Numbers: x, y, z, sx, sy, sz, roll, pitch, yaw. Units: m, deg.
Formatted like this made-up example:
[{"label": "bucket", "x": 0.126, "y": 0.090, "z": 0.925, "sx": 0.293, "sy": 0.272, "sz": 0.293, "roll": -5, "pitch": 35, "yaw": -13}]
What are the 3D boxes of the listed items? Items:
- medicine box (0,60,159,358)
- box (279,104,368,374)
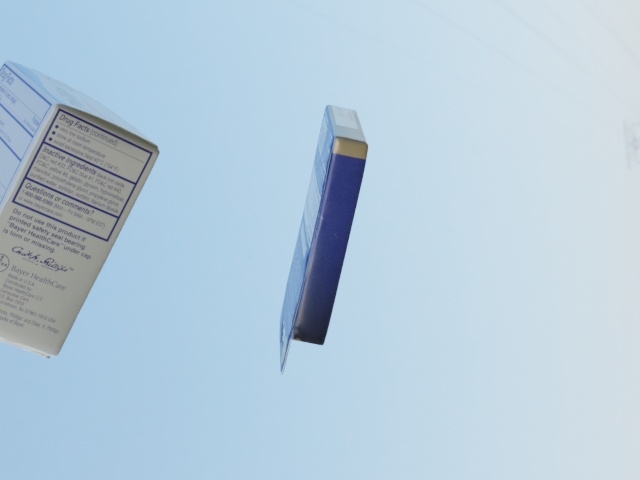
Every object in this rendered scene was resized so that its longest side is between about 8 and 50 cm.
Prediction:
[{"label": "medicine box", "x": -0.361, "y": -0.047, "z": 1.497, "sx": 0.149, "sy": 0.263, "sz": 0.289, "roll": 26, "pitch": -85, "yaw": -33}, {"label": "box", "x": 0.000, "y": 0.000, "z": 1.102, "sx": 0.136, "sy": 0.036, "sz": 0.225, "roll": -98, "pitch": 21, "yaw": -71}]
